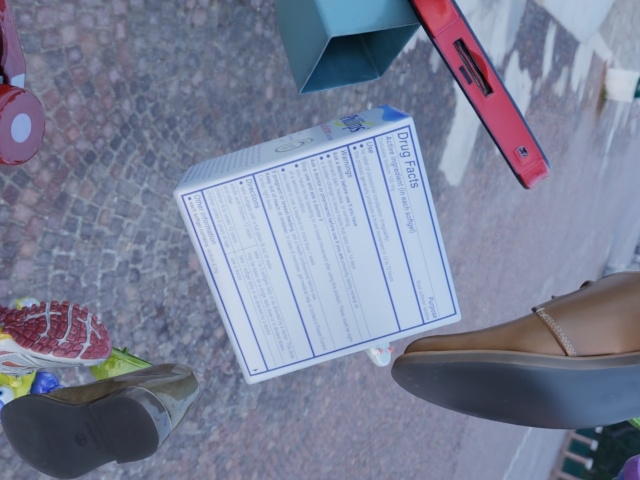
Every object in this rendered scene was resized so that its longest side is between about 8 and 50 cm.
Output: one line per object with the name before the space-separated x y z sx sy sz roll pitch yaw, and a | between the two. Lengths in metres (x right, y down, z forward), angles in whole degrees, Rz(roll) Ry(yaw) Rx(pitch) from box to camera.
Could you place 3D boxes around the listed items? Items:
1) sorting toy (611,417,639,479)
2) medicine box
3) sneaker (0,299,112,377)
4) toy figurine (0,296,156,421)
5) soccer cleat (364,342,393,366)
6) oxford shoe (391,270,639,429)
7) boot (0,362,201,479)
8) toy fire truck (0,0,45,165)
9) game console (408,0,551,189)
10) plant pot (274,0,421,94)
sorting toy | 0.492 0.240 1.033 0.126 0.127 0.365 117 -8 -55
medicine box | 0.000 0.000 0.818 0.149 0.289 0.263 -107 180 -71
sneaker | -0.388 0.136 0.870 0.088 0.225 0.093 -77 170 -46
toy figurine | -0.472 0.225 1.023 0.191 0.362 0.217 -35 -151 59
soccer cleat | 0.076 0.158 1.247 0.068 0.076 0.196 7 54 -53
oxford shoe | 0.143 0.057 0.356 0.076 0.212 0.076 57 34 -44
boot | -0.279 0.220 0.813 0.115 0.305 0.112 -37 110 -59
toy fire truck | -0.450 -0.221 0.740 0.302 0.169 0.254 -37 140 -71
game console | 0.246 -0.291 1.067 0.386 0.060 0.342 50 20 -26
plant pot | 0.017 -0.394 1.052 0.165 0.234 0.165 -18 168 -24
